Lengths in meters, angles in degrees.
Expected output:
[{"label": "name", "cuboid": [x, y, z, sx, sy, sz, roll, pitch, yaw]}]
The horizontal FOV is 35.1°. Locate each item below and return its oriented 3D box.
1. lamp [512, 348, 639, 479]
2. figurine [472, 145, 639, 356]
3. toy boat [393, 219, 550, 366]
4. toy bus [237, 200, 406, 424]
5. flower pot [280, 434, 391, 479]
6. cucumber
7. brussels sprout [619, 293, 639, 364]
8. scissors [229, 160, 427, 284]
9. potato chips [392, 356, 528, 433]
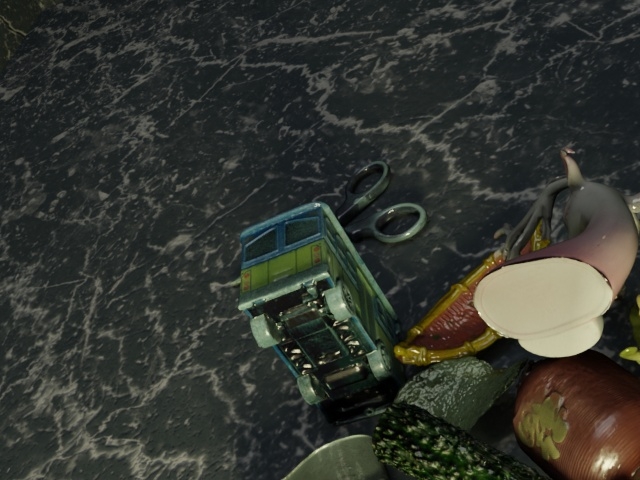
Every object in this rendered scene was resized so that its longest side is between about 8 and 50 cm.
[{"label": "lamp", "cuboid": [0.346, 0.244, 1.262, 0.180, 0.180, 0.258, -38, 37, -6]}, {"label": "figurine", "cuboid": [0.321, 0.020, 1.345, 0.206, 0.284, 0.316, 34, 47, 13]}, {"label": "toy boat", "cuboid": [0.245, 0.097, 1.554, 0.318, 0.099, 0.141, -41, 41, -15]}, {"label": "toy bus", "cuboid": [0.009, 0.117, 1.519, 0.152, 0.312, 0.190, -22, 38, 14]}, {"label": "flower pot", "cuboid": [-0.004, 0.375, 1.416, 0.229, 0.103, 0.108, -31, 38, 2]}, {"label": "cucumber", "cuboid": [0.208, 0.299, 1.261, 0.096, 0.096, 0.359, -48, 34, -18]}, {"label": "brussels sprout", "cuboid": [0.534, 0.049, 1.218, 0.315, 0.276, 0.371, 13, 28, 28]}, {"label": "scissors", "cuboid": [0.000, 0.000, 1.892, 0.383, 0.029, 0.256, -32, 36, 3]}, {"label": "potato chips", "cuboid": [0.198, 0.229, 1.421, 0.228, 0.059, 0.167, -16, 45, 45]}]
